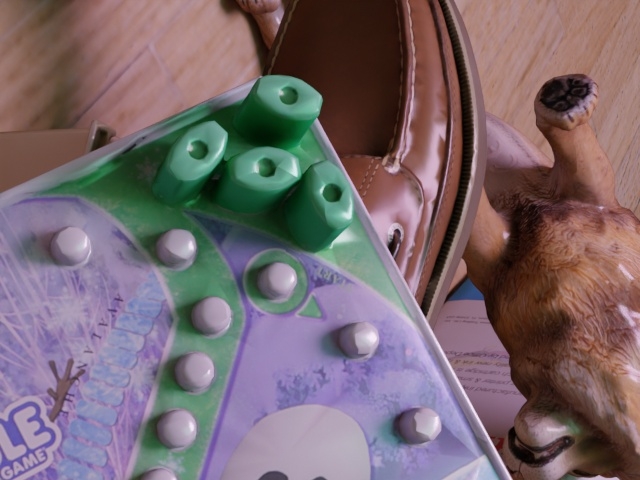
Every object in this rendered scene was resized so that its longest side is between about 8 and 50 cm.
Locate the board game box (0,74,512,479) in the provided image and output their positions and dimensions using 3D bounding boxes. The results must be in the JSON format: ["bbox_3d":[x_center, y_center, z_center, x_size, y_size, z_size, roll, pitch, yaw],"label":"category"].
[{"bbox_3d":[-0.082,0.178,0.414,0.390,0.050,0.390,-27,86,-19],"label":"board game box"}]

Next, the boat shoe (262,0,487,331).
[{"bbox_3d":[0.000,0.000,0.549,0.104,0.111,0.307,17,76,-54],"label":"boat shoe"}]

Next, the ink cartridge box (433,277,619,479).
[{"bbox_3d":[0.161,0.169,0.908,0.270,0.198,0.197,-39,122,-46],"label":"ink cartridge box"}]

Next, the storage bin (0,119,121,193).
[{"bbox_3d":[-0.095,0.104,0.617,0.262,0.123,0.260,30,66,-51],"label":"storage bin"}]

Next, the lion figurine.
[{"bbox_3d":[0.092,-0.036,0.753,0.240,0.142,0.392,59,2,-47],"label":"lion figurine"}]
